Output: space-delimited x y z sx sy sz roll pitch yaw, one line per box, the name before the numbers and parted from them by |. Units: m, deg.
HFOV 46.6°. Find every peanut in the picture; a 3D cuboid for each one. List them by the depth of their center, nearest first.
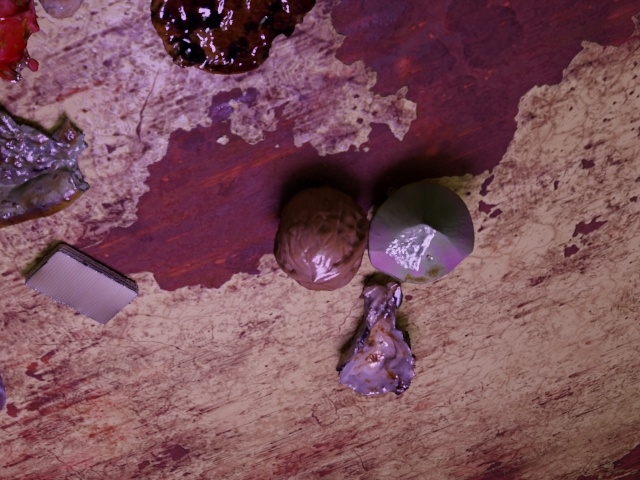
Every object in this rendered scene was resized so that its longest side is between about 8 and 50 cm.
peanut | -0.385 -0.384 1.098 0.080 0.080 0.174 4 166 -19

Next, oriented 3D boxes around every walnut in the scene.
walnut | 0.000 0.000 1.483 0.213 0.213 0.213 -8 131 -9

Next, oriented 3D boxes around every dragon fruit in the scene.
dragon fruit | -0.506 -0.334 1.060 0.205 0.210 0.268 3 140 24

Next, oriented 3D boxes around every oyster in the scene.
oyster | 0.126 0.241 1.778 0.197 0.133 0.337 -8 129 -7

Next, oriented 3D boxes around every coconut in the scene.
coconut | 0.203 -0.012 1.519 0.235 0.236 0.205 20 83 -30

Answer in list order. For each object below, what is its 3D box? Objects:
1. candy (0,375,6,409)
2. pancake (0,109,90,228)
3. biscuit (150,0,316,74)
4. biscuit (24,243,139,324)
candy | -0.815 0.338 1.571 0.289 0.157 0.214 -27 146 -2
pancake | -0.620 -0.129 1.289 0.426 0.067 0.305 19 120 -27
biscuit | -0.128 -0.413 1.150 0.289 0.081 0.334 -8 138 -35
biscuit | -0.488 0.091 1.531 0.121 0.041 0.199 -38 128 20
